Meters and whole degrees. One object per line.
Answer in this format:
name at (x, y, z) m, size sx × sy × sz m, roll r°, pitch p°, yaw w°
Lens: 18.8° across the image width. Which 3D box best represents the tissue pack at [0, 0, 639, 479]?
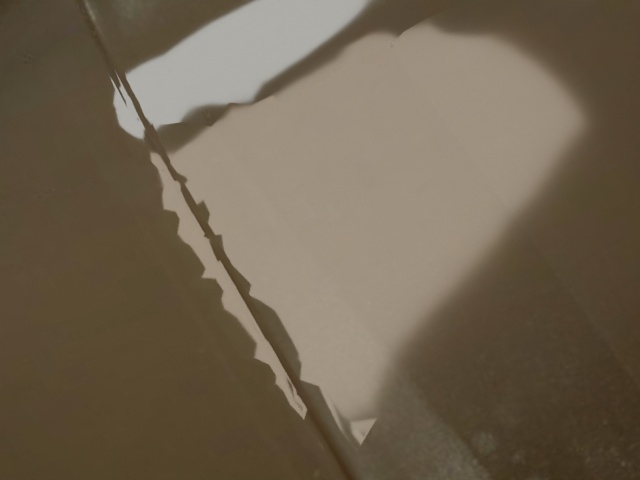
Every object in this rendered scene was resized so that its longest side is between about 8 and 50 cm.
tissue pack at (0.000, 0.000, 0.574) m, size 0.277 × 0.387 × 0.267 m, roll -32°, pitch 104°, yaw 7°
